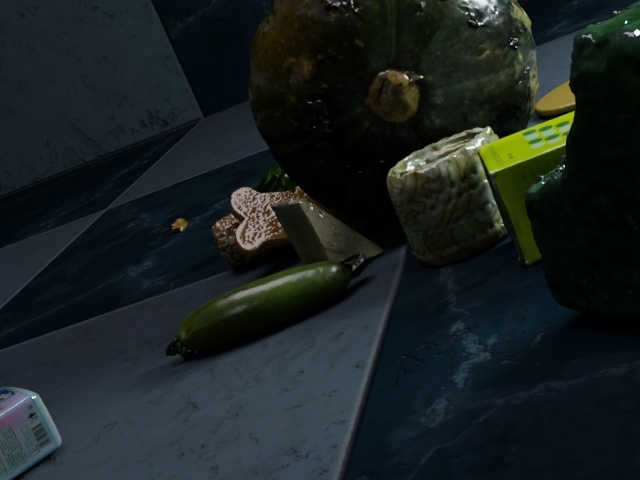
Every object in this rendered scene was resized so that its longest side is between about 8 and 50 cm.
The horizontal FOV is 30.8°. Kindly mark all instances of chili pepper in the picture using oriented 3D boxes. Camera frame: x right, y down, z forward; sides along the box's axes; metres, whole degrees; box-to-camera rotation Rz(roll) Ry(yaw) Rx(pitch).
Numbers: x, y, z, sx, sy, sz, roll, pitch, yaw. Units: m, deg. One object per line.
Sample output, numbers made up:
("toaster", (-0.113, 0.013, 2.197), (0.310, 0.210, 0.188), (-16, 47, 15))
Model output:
("chili pepper", (-0.080, -0.086, 2.076), (0.257, 0.100, 0.074), (-49, -16, 20))

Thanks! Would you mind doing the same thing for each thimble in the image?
("thimble", (0.194, -0.065, 1.617), (0.191, 0.143, 0.137), (-27, 14, -13))

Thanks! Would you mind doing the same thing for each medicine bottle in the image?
("medicine bottle", (0.340, -0.088, 1.488), (0.250, 0.141, 0.137), (-22, 13, 7))
("medicine bottle", (-0.447, 0.275, 1.505), (0.188, 0.094, 0.119), (-34, 19, -35))

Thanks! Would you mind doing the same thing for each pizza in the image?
("pizza", (-0.304, -0.032, 2.508), (0.037, 0.016, 0.083), (-24, 18, -5))

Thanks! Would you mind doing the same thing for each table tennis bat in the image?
("table tennis bat", (0.513, -0.281, 2.072), (0.198, 0.050, 0.321), (-33, 14, -27))

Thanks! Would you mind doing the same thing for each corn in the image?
("corn", (-0.047, -0.045, 1.997), (0.290, 0.098, 0.098), (-25, 15, -4))

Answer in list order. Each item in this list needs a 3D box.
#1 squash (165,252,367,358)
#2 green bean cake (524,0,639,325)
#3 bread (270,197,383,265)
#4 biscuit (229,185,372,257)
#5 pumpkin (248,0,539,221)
("squash", (-0.081, 0.089, 1.640), (0.319, 0.071, 0.080), (-23, 14, 1))
("green bean cake", (0.337, -0.078, 1.128), (0.169, 0.307, 0.300), (-30, 17, -26))
("bread", (0.009, -0.017, 1.728), (0.077, 0.152, 0.105), (-5, 28, 49))
("biscuit", (-0.029, -0.035, 1.917), (0.240, 0.035, 0.158), (-3, 54, -1))
("pumpkin", (0.111, -0.249, 1.788), (0.455, 0.454, 0.344), (-23, 18, 2))
